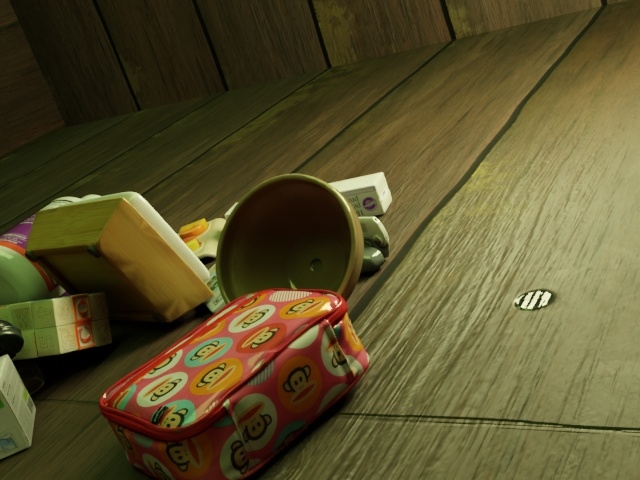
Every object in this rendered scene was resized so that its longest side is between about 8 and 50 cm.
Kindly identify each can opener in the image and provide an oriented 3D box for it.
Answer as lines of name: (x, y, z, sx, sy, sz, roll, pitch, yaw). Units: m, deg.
can opener: (0.000, 0.000, 1.391, 0.280, 0.074, 0.093, 3, 29, 47)

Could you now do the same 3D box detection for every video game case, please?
video game case: (-0.141, 0.050, 1.402, 0.157, 0.019, 0.143, -45, 25, -7)

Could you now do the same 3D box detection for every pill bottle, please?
pill bottle: (-0.527, 0.031, 1.633, 0.181, 0.181, 0.323, -9, 23, 27)

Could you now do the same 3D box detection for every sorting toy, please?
sorting toy: (-0.296, 0.015, 1.669, 0.208, 0.038, 0.193, -17, 21, 7)

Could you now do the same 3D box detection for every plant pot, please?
plant pot: (-0.029, 0.029, 1.229, 0.237, 0.237, 0.110, -8, -17, 29)

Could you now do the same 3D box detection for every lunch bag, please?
lunch bag: (-0.113, 0.170, 1.021, 0.293, 0.120, 0.258, -35, 21, -34)

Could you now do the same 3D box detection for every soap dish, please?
soap dish: (-0.348, 0.037, 1.394, 0.291, 0.229, 0.118, -4, 43, 46)

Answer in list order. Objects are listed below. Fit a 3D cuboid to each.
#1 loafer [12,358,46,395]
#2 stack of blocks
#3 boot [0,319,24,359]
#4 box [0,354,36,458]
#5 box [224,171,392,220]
loafer: (-0.504, 0.238, 1.267, 0.170, 0.062, 0.061, -30, 26, -24)
stack of blocks: (-0.493, 0.146, 1.360, 0.297, 0.087, 0.171, -9, -1, 23)
boot: (-0.583, 0.125, 1.248, 0.246, 0.094, 0.207, -30, 62, 5)
box: (-0.517, 0.261, 1.154, 0.203, 0.103, 0.114, -22, 20, -7)
box: (-0.027, -0.062, 1.587, 0.324, 0.063, 0.067, -10, 24, 23)
